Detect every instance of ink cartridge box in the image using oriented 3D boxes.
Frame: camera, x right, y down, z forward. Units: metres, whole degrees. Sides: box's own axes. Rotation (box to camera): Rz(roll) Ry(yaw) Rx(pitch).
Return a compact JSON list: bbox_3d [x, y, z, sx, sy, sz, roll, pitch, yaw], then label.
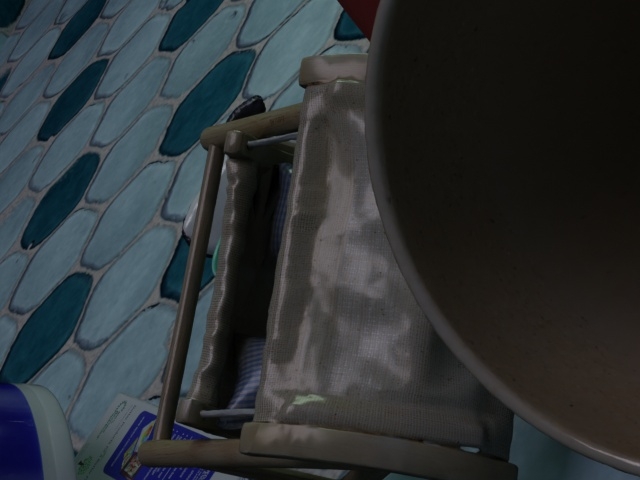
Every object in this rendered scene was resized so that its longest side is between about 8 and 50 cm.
[{"bbox_3d":[-0.131,0.226,1.247,0.165,0.065,0.333,-56,23,-13],"label":"ink cartridge box"}]

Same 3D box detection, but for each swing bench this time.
[{"bbox_3d":[0.015,0.032,1.004,0.255,0.165,0.253,154,128,-63],"label":"swing bench"}]

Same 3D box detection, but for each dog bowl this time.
[{"bbox_3d":[-0.297,0.252,1.308,0.265,0.104,0.264,-23,64,60],"label":"dog bowl"}]

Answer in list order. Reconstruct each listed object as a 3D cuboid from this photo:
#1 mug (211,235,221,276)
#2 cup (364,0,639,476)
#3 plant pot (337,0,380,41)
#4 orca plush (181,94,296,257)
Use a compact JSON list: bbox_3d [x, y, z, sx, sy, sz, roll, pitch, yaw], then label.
[{"bbox_3d":[-0.006,0.008,1.303,0.158,0.097,0.129,-17,40,51],"label":"mug"},{"bbox_3d":[0.223,-0.068,0.784,0.331,0.331,0.237,-32,-7,36],"label":"cup"},{"bbox_3d":[0.080,-0.342,1.488,0.275,0.243,0.275,-39,26,23],"label":"plant pot"},{"bbox_3d":[-0.005,-0.086,1.442,0.287,0.151,0.102,-53,-8,0],"label":"orca plush"}]
